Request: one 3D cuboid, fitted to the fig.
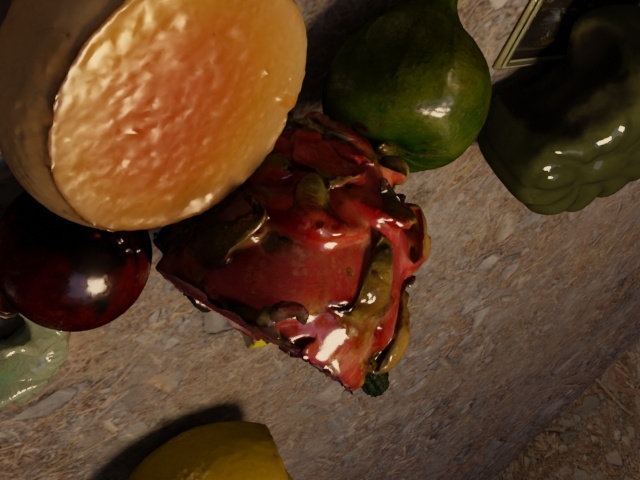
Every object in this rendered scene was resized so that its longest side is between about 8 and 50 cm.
[{"bbox_3d":[0.108,-0.216,1.067,0.203,0.235,0.203,9,161,3],"label":"fig"}]

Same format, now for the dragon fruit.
[{"bbox_3d":[0.000,0.000,0.998,0.296,0.314,0.262,39,78,-36],"label":"dragon fruit"}]

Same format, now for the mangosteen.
[{"bbox_3d":[-0.283,0.019,0.961,0.200,0.200,0.199,-27,151,-17],"label":"mangosteen"}]

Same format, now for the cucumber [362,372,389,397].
[{"bbox_3d":[0.106,0.277,1.864,0.077,0.077,0.265,-36,153,-1],"label":"cucumber"}]

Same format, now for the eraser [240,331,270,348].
[{"bbox_3d":[-0.020,0.092,1.447,0.226,0.069,0.158,-8,143,-42],"label":"eraser"}]

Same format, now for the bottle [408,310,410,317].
[{"bbox_3d":[0.133,0.169,1.756,0.063,0.047,0.101,9,131,-41],"label":"bottle"}]

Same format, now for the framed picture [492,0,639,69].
[{"bbox_3d":[0.407,-0.350,1.303,0.296,0.019,0.232,-14,145,-35],"label":"framed picture"}]

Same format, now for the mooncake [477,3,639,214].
[{"bbox_3d":[0.428,-0.189,1.373,0.351,0.187,0.351,-28,155,-14],"label":"mooncake"}]

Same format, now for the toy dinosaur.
[{"bbox_3d":[-0.422,0.179,1.117,0.206,0.092,0.392,-11,135,-48],"label":"toy dinosaur"}]

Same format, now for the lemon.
[{"bbox_3d":[-0.209,0.508,1.600,0.364,0.364,0.364,-27,151,-17],"label":"lemon"}]

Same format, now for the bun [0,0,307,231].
[{"bbox_3d":[-0.164,-0.162,0.802,0.299,0.165,0.298,-33,147,-26],"label":"bun"}]

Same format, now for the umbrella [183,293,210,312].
[{"bbox_3d":[-0.046,0.003,1.204,0.337,0.154,0.128,-42,111,10],"label":"umbrella"}]
